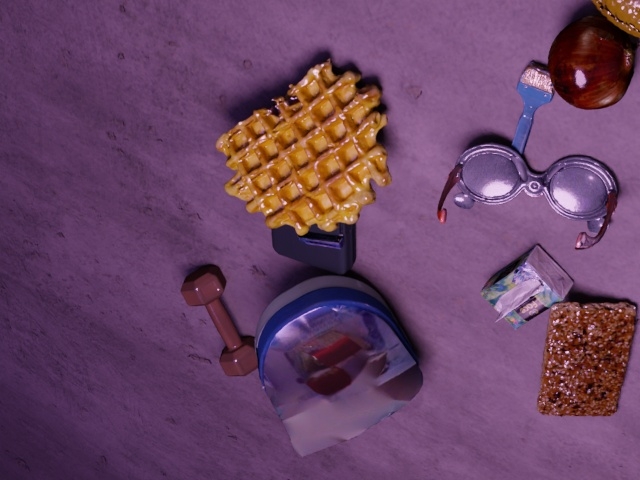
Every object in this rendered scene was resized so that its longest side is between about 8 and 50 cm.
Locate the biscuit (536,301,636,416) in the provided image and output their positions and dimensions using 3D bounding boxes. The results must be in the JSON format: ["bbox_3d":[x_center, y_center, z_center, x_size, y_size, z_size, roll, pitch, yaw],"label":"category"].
[{"bbox_3d":[0.404,0.187,1.412,0.131,0.025,0.231,-1,127,4],"label":"biscuit"}]

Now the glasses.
[{"bbox_3d":[0.263,-0.031,1.224,0.234,0.268,0.118,13,120,18],"label":"glasses"}]

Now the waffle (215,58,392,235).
[{"bbox_3d":[-0.022,-0.147,1.440,0.309,0.065,0.283,17,108,22],"label":"waffle"}]

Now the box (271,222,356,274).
[{"bbox_3d":[-0.016,-0.059,1.559,0.160,0.050,0.230,18,129,25],"label":"box"}]

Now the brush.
[{"bbox_3d":[0.287,-0.171,1.282,0.051,0.014,0.164,26,134,20],"label":"brush"}]

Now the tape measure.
[{"bbox_3d":[0.014,0.196,1.590,0.259,0.138,0.262,-30,110,4],"label":"tape measure"}]

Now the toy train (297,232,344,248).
[{"bbox_3d":[0.000,0.000,1.543,0.083,0.017,0.017,8,133,30],"label":"toy train"}]

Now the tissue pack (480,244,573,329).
[{"bbox_3d":[0.308,0.078,1.402,0.085,0.079,0.111,46,136,-2],"label":"tissue pack"}]

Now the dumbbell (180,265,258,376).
[{"bbox_3d":[-0.193,0.163,1.832,0.231,0.092,0.082,64,163,-19],"label":"dumbbell"}]

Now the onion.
[{"bbox_3d":[0.337,-0.218,1.146,0.118,0.118,0.117,-14,108,42],"label":"onion"}]

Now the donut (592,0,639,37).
[{"bbox_3d":[0.402,-0.330,1.015,0.272,0.107,0.272,20,130,26],"label":"donut"}]
